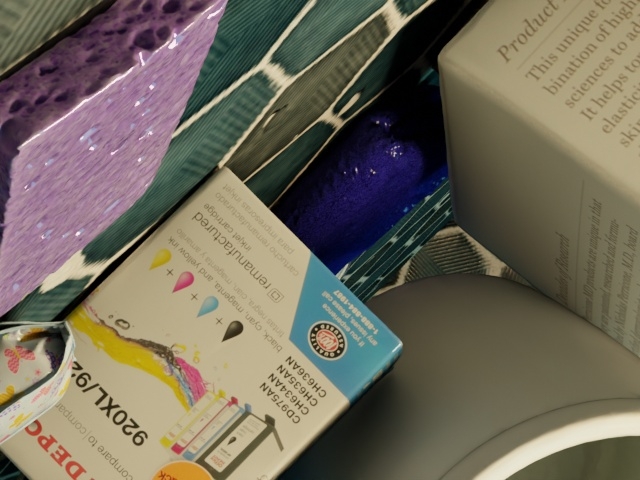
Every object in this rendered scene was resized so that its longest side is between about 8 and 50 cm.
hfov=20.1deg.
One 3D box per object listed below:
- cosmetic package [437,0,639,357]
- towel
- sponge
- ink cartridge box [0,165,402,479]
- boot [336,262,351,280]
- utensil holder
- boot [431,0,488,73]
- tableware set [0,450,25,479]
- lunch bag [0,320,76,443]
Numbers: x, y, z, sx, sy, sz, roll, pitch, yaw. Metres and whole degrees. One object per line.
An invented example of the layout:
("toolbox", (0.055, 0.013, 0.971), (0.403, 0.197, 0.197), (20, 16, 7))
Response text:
("cosmetic package", (0.346, -0.074, 1.391), (0.329, 0.393, 0.327), (-46, 159, -12))
("towel", (0.000, 0.000, 1.594), (0.308, 0.076, 0.227), (-47, 175, 24))
("sponge", (-0.107, -0.039, 0.788), (0.117, 0.031, 0.210), (-42, 173, -25))
("ink cartridge box", (-0.087, 0.100, 1.217), (0.232, 0.171, 0.168), (-44, 175, -6))
("boot", (-0.036, 0.071, 1.880), (0.190, 0.069, 0.086), (-45, 169, 0))
("utensil holder", (0.148, 0.218, 1.329), (0.327, 0.327, 0.385), (-44, -161, 0))
("boot", (0.169, -0.181, 1.517), (0.152, 0.073, 0.197), (-48, 177, 0))
("tableware set", (-0.190, 0.138, 1.433), (0.128, 0.039, 0.194), (-46, 174, 14))
("lunch bag", (-0.179, 0.079, 1.032), (0.083, 0.053, 0.071), (-32, 169, -16))
